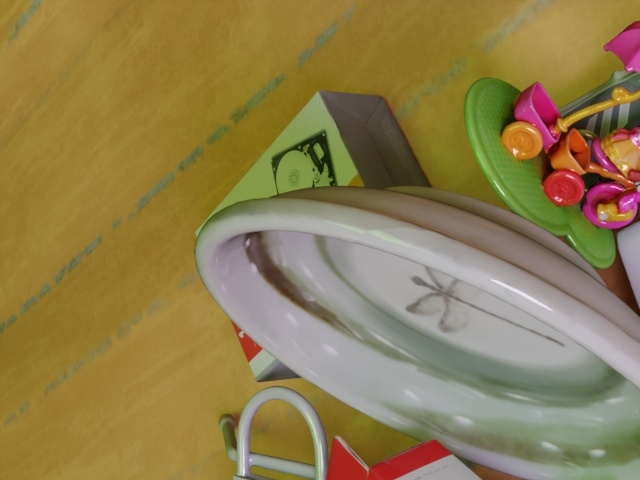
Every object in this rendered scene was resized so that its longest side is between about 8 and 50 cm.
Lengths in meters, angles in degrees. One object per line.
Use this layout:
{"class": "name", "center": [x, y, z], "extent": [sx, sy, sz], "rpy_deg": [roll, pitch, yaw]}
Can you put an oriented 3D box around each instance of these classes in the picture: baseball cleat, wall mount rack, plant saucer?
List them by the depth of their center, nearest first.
{"class": "plant saucer", "center": [0.103, 0.058, 0.927], "extent": [0.400, 0.400, 0.101], "rpy_deg": [3, 59, 47]}
{"class": "baseball cleat", "center": [0.233, -0.078, 0.962], "extent": [0.206, 0.072, 0.109], "rpy_deg": [-26, 88, 47]}
{"class": "wall mount rack", "center": [-0.037, 0.305, 1.219], "extent": [0.304, 0.130, 0.350], "rpy_deg": [4, 94, 44]}

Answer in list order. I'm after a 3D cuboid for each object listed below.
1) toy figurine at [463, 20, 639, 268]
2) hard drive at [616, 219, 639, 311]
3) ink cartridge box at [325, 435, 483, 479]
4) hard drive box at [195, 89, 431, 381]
{"class": "toy figurine", "center": [0.215, -0.078, 0.865], "extent": [0.159, 0.130, 0.173], "rpy_deg": [-31, 109, 35]}
{"class": "hard drive", "center": [0.362, 0.037, 0.793], "extent": [0.353, 0.047, 0.233], "rpy_deg": [-34, 67, 50]}
{"class": "ink cartridge box", "center": [0.099, 0.258, 0.995], "extent": [0.231, 0.078, 0.134], "rpy_deg": [39, 133, 39]}
{"class": "hard drive box", "center": [0.000, 0.000, 1.189], "extent": [0.232, 0.089, 0.181], "rpy_deg": [-46, 58, 38]}
